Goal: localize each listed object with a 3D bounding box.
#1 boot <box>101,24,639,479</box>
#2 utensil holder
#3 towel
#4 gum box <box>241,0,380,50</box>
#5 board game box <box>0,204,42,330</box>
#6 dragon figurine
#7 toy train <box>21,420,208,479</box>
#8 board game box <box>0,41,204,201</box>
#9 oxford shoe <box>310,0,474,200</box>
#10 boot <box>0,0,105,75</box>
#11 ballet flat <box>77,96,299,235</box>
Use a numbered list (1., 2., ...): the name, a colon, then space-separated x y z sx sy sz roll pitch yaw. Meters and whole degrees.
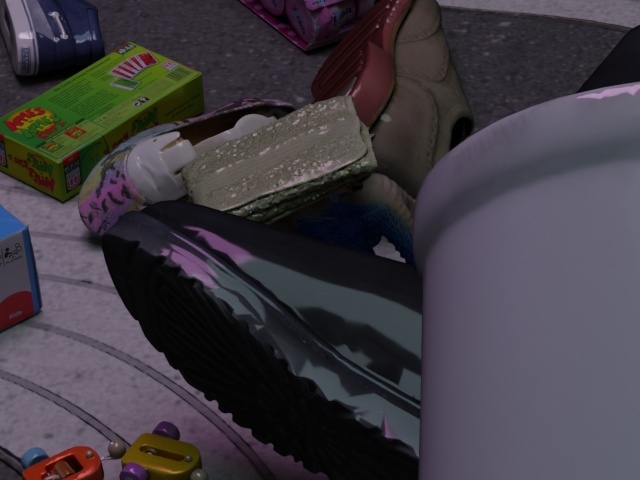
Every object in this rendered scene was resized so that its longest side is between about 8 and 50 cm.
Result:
1. boot: 0.124 -0.024 1.288 0.367 0.146 0.445 36 62 18
2. utensil holder: 0.204 0.161 0.939 0.327 0.327 0.386 2 67 4
3. towel: -0.033 -0.057 1.395 0.148 0.027 0.110 -24 34 2
4. gum box: -0.014 -0.260 1.817 0.107 0.062 0.188 -22 42 -25
5. board game box: -0.431 0.015 1.449 0.308 0.086 0.302 -28 44 -30
6. dragon figurine: 0.000 0.000 1.453 0.289 0.144 0.085 -14 36 16
7. toy train: -0.126 0.185 1.250 0.125 0.046 0.166 -27 41 -28
8. board game box: -0.198 -0.108 1.639 0.092 0.043 0.181 25 44 31
9. oxford shoe: 0.070 -0.127 1.628 0.130 0.123 0.348 39 30 -10
10. boot: -0.266 -0.224 1.787 0.086 0.069 0.190 -6 45 -17
11. ballet flat: -0.104 -0.072 1.551 0.221 0.077 0.079 -28 2 -35
